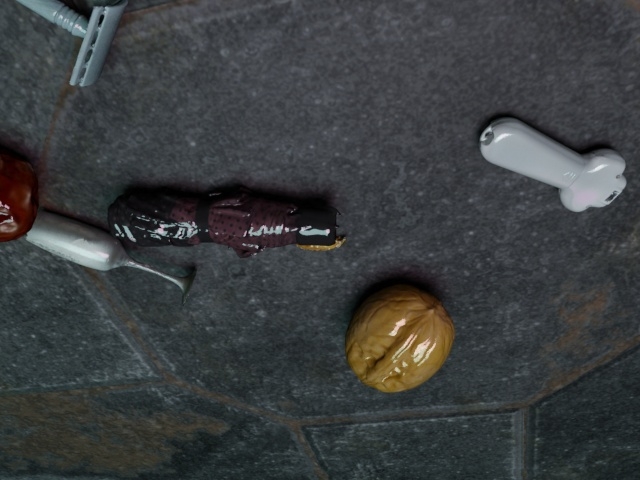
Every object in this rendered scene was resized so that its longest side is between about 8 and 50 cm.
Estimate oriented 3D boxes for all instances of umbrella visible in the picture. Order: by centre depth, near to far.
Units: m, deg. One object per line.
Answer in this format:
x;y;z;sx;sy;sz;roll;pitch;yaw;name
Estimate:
-0.134;-0.029;0.764;0.326;0.094;0.090;1;160;4;umbrella

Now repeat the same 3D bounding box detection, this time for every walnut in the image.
0.124;0.157;0.880;0.159;0.159;0.206;22;136;-16;walnut

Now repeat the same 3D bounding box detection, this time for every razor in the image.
-0.332;-0.271;0.580;0.232;0.068;0.106;29;128;-15;razor

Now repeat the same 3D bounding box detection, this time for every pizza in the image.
0.000;0.000;0.834;0.083;0.016;0.037;-4;134;12;pizza

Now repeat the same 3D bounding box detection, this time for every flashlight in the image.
0.293;-0.101;0.700;0.201;0.047;0.093;21;130;-11;flashlight

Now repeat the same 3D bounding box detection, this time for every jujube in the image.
-0.499;-0.061;0.727;0.230;0.155;0.155;2;134;-11;jujube

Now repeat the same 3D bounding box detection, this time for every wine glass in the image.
-0.321;0.024;0.843;0.262;0.074;0.074;24;130;-15;wine glass
